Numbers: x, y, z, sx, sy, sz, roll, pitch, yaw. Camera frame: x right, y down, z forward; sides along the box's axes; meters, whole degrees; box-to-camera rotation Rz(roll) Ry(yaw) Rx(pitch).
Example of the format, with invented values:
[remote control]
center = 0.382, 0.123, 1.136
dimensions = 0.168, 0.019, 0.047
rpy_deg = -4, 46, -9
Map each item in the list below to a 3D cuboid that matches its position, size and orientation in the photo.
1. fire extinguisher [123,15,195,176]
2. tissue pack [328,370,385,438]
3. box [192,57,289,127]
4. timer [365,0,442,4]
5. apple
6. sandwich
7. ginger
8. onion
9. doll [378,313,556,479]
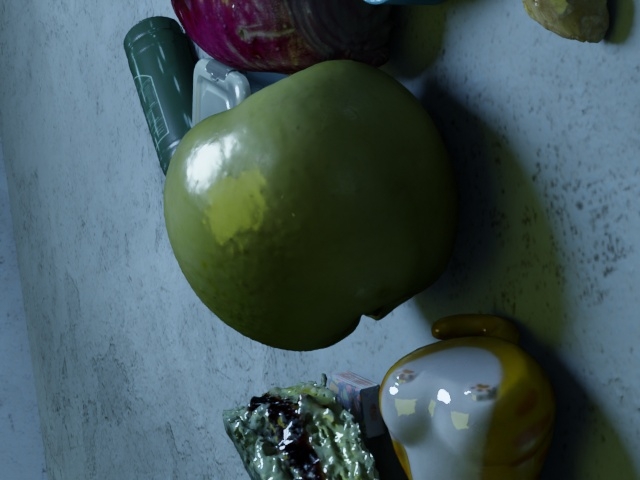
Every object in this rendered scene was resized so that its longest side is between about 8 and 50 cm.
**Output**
[fire extinguisher]
center = -0.197, -0.171, 1.943
dimensions = 0.114, 0.095, 0.311
rpy_deg = 40, -155, -57
[tissue pack]
center = 0.043, 0.191, 1.582
dimensions = 0.083, 0.035, 0.063
rpy_deg = 15, 113, 62
[box]
center = -0.091, -0.108, 1.685
dimensions = 0.162, 0.130, 0.227
rpy_deg = -145, 54, -58
[timer]
center = 0.126, -0.354, 1.269
dimensions = 0.250, 0.091, 0.232
rpy_deg = -11, 85, 52
[apple]
center = -0.006, -0.032, 1.348
dimensions = 0.254, 0.292, 0.292
rpy_deg = 58, 150, 7
[sandwich]
center = -0.001, 0.299, 1.510
dimensions = 0.262, 0.131, 0.325
rpy_deg = 82, 164, -54
[ginger]
center = 0.195, -0.269, 1.115
dimensions = 0.133, 0.059, 0.214
rpy_deg = -31, 81, 28
[onion]
center = -0.050, -0.287, 1.450
dimensions = 0.256, 0.230, 0.273
rpy_deg = -26, 79, 64
[doll]
center = 0.137, 0.216, 1.249
dimensions = 0.166, 0.162, 0.270
rpy_deg = 13, 103, 42
